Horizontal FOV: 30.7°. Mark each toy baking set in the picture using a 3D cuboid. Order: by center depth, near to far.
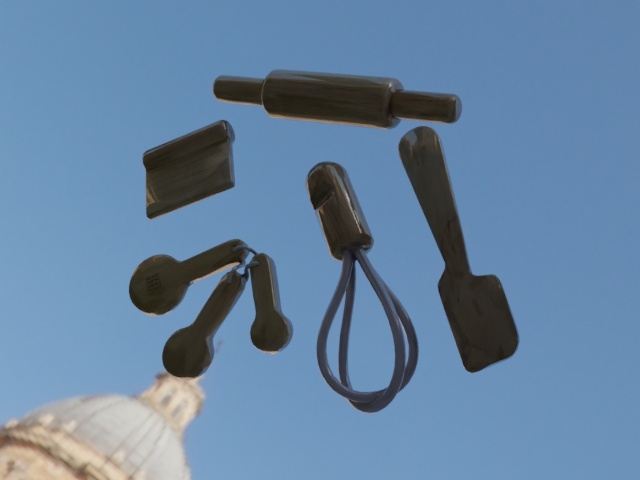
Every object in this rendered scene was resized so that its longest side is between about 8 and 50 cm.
[{"bbox_3d":[0.001,-0.007,0.649,0.256,0.197,0.030,5,-19,28],"label":"toy baking set"}]
